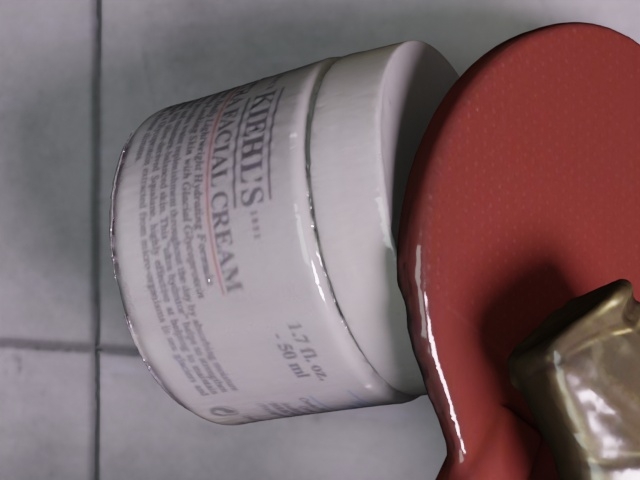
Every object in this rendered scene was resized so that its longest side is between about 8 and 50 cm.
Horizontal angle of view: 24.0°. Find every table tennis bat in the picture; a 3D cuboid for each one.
[{"bbox_3d":[0.104,0.039,0.693,0.038,0.200,0.310,-6,52,53],"label":"table tennis bat"}]

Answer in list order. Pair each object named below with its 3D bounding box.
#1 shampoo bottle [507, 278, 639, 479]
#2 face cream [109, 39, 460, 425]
[{"bbox_3d":[0.193,0.180,0.635,0.350,0.125,0.084,60,156,1],"label":"shampoo bottle"},{"bbox_3d":[0.000,0.000,0.770,0.153,0.177,0.177,-12,87,24],"label":"face cream"}]
